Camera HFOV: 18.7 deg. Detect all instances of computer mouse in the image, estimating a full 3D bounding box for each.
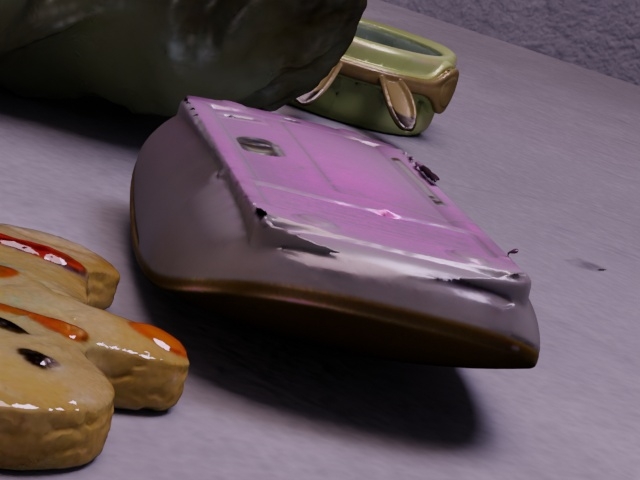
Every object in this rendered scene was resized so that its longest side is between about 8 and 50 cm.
[{"bbox_3d":[0.000,0.000,0.862,0.158,0.071,0.310,13,12,-13],"label":"computer mouse"}]

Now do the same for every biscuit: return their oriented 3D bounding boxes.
[{"bbox_3d":[-0.122,0.025,0.684,0.153,0.030,0.234,12,12,-13],"label":"biscuit"}]

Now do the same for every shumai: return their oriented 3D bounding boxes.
[{"bbox_3d":[-0.166,-0.239,1.176,0.348,0.395,0.395,-9,19,-16],"label":"shumai"}]

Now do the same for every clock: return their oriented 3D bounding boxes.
[{"bbox_3d":[0.024,-0.134,1.536,0.170,0.069,0.232,17,13,-5],"label":"clock"}]
